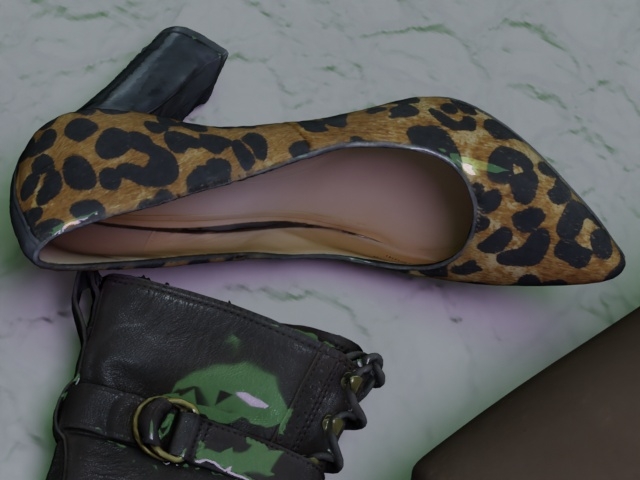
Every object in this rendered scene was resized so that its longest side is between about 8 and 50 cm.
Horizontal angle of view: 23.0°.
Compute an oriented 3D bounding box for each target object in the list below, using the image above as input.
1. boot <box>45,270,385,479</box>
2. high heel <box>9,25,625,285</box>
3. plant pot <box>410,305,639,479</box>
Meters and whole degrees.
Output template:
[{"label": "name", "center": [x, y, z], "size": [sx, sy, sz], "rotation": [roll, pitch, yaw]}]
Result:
[{"label": "boot", "center": [-0.023, 0.140, 0.662], "size": [0.263, 0.091, 0.229], "rotation": [27, 62, -2]}, {"label": "high heel", "center": [0.000, 0.000, 0.699], "size": [0.261, 0.093, 0.186], "rotation": [22, 36, 8]}, {"label": "plant pot", "center": [0.167, 0.122, 0.665], "size": [0.229, 0.263, 0.263], "rotation": [-20, 73, -4]}]
